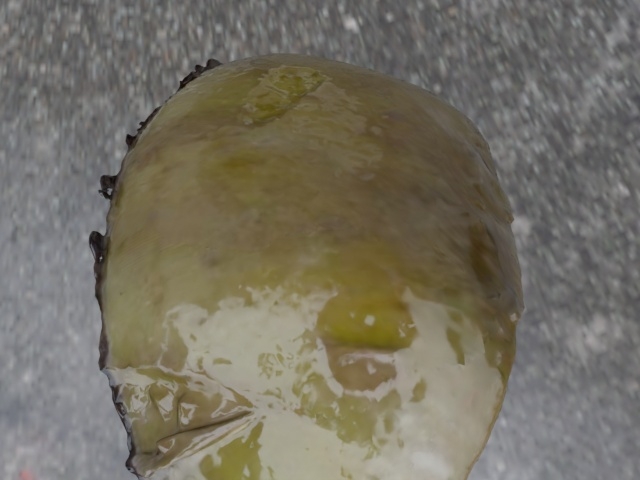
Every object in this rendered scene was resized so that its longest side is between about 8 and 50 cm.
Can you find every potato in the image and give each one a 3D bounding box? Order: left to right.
[{"bbox_3d":[0.002,-0.003,0.641,0.100,0.261,0.120,-29,125,33],"label":"potato"}]
